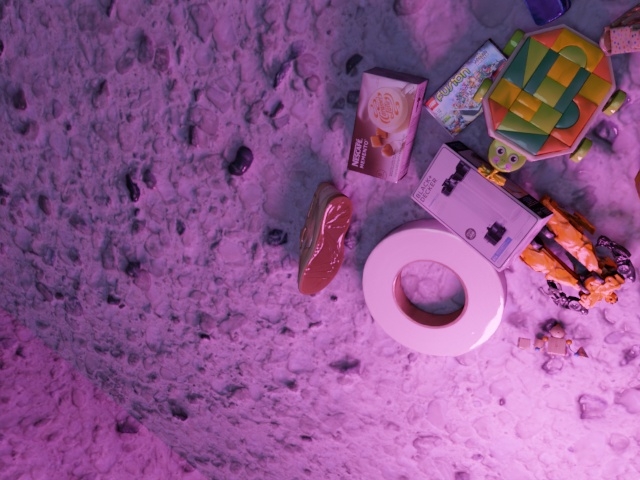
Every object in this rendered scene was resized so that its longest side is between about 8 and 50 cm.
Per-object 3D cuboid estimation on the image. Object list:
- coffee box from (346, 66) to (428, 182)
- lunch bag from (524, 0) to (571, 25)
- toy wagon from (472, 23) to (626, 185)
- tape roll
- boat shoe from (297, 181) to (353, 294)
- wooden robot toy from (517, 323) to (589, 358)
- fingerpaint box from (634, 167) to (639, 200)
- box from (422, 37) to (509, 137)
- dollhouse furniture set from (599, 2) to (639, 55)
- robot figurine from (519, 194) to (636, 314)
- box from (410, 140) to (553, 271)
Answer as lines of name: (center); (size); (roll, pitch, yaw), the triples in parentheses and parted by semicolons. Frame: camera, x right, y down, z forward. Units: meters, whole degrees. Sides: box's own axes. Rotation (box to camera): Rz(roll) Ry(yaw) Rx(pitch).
coffee box: (0.163, -0.285, 1.395); (0.141, 0.098, 0.247); (19, 119, 17)
lunch bag: (0.467, -0.504, 1.168); (0.067, 0.065, 0.098); (-16, 106, 47)
toy wagon: (0.462, -0.274, 1.204); (0.267, 0.068, 0.344); (33, 98, 5)
tape roll: (0.304, 0.134, 1.534); (0.391, 0.072, 0.392); (10, 116, 22)
boat shoe: (0.000, 0.000, 1.610); (0.110, 0.121, 0.341); (50, 131, 45)
wooden robot toy: (0.603, 0.256, 1.461); (0.173, 0.076, 0.079); (5, 79, 24)
fingerpaint box: (0.870, -0.228, 1.035); (0.371, 0.163, 0.445); (21, 120, 15)
box: (0.350, -0.349, 1.311); (0.114, 0.036, 0.207); (47, 124, 1)
dollhouse furniture set: (0.616, -0.435, 1.041); (0.101, 0.182, 0.161); (-17, 107, -10)
robot figurine: (0.591, 0.038, 1.340); (0.291, 0.085, 0.211); (44, 124, 3)
box: (0.374, -0.085, 1.341); (0.290, 0.087, 0.169); (45, 126, 22)
